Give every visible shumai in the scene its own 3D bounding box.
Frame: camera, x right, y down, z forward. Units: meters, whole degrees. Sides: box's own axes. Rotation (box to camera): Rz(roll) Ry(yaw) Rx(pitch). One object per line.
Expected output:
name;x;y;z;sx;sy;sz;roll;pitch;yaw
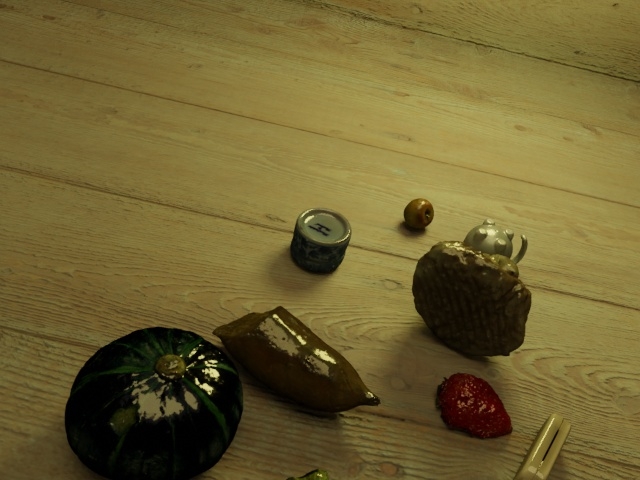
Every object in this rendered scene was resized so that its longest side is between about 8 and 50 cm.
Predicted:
shumai;0.372;0.085;1.461;0.314;0.267;0.262;54;39;-18

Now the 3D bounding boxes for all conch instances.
conch;-0.025;0.461;1.112;0.121;0.074;0.089;-3;6;11

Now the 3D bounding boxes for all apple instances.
apple;0.283;-0.079;1.749;0.089;0.090;0.074;-19;34;-31

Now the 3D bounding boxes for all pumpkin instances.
pumpkin;-0.293;0.290;1.105;0.315;0.239;0.315;10;38;-8

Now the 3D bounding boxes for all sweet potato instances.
sweet potato;-0.049;0.260;1.275;0.369;0.158;0.158;36;47;12

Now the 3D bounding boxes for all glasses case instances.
glasses case;0.460;0.443;1.259;0.050;0.083;0.196;35;48;18

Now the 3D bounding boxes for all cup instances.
cup;0.469;0.032;1.646;0.173;0.142;0.134;21;43;7

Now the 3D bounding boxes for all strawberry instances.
strawberry;0.342;0.361;1.326;0.187;0.082;0.147;30;52;10

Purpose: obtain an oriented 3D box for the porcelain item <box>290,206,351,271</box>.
porcelain item;0.000;0.000;1.572;0.147;0.114;0.147;8;41;-8
